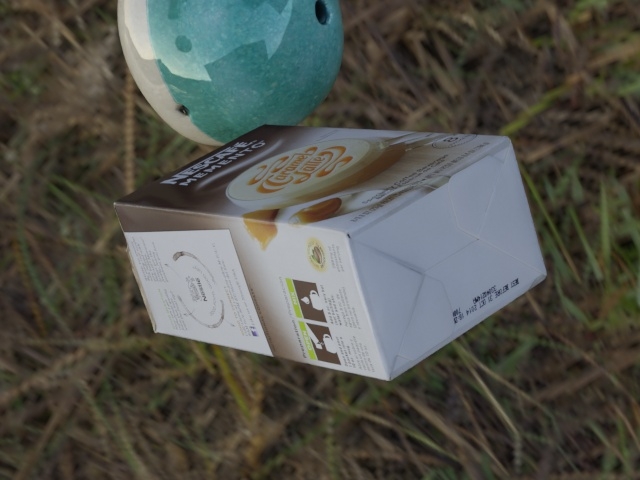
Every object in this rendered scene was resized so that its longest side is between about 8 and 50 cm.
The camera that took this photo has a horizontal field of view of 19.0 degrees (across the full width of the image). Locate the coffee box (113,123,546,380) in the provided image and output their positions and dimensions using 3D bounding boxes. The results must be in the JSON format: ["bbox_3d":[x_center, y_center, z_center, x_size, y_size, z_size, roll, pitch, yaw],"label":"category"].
[{"bbox_3d":[0.000,0.000,1.202,0.141,0.098,0.246,-30,22,-33],"label":"coffee box"}]

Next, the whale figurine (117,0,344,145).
[{"bbox_3d":[-0.036,-0.198,1.425,0.141,0.216,0.272,-3,48,37],"label":"whale figurine"}]
